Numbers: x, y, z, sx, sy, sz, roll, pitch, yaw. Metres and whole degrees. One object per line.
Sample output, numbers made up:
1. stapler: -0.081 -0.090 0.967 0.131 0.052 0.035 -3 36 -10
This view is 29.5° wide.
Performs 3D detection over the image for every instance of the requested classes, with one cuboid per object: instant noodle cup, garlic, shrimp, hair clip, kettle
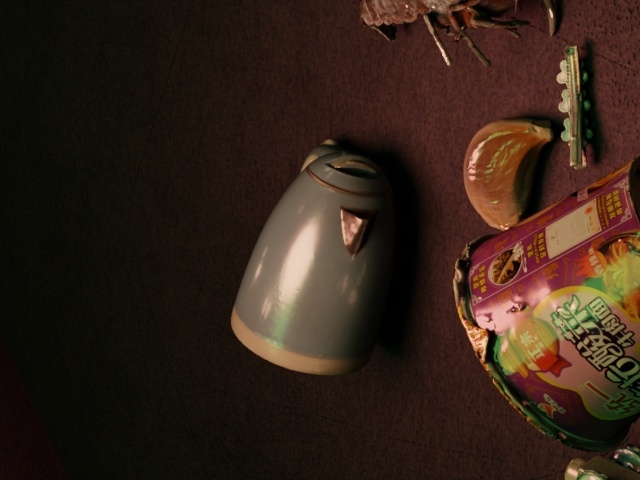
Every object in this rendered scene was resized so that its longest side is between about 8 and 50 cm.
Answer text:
1. instant noodle cup: 0.378 0.067 1.550 0.266 0.340 0.339 -41 70 37
2. garlic: 0.274 -0.086 1.787 0.129 0.090 0.198 16 109 31
3. shrimp: 0.197 -0.352 1.747 0.411 0.166 0.221 5 77 42
4. hair clip: 0.354 -0.185 1.699 0.049 0.049 0.172 2 97 48
5. kettle: 0.000 0.000 2.026 0.319 0.247 0.342 -125 47 -60

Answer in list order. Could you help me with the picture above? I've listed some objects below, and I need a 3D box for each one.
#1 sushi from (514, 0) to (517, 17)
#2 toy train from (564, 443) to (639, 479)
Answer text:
1. sushi: 0.289 -0.500 1.486 0.320 0.069 0.339 87 -172 -60
2. toy train: 0.468 0.417 1.691 0.298 0.120 0.194 24 123 42
